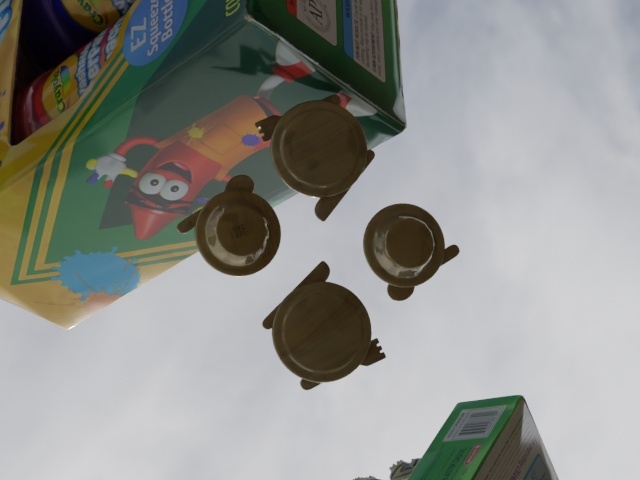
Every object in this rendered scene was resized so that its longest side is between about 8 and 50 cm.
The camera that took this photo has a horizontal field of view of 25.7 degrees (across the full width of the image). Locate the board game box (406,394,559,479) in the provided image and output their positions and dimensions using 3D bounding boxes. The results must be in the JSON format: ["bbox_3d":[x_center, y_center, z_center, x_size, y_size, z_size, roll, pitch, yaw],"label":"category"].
[{"bbox_3d":[0.147,0.319,1.090,0.242,0.064,0.316,-46,-63,-49],"label":"board game box"}]

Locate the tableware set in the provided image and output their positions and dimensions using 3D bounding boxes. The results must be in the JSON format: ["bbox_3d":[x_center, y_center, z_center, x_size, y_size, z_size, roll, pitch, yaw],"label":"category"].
[{"bbox_3d":[0.000,0.000,0.894,0.141,0.020,0.168,-40,-87,-13],"label":"tableware set"}]

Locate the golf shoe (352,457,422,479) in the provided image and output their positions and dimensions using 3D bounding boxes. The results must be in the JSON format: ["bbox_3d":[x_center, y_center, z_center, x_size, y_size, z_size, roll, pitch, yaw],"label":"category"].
[{"bbox_3d":[0.076,0.297,1.529,0.176,0.086,0.069,-21,-53,-34],"label":"golf shoe"}]

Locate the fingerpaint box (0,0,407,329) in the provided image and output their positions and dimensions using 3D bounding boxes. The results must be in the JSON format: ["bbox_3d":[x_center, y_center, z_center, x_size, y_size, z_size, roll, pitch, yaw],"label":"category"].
[{"bbox_3d":[-0.131,-0.209,1.121,0.163,0.371,0.444,32,-136,-36],"label":"fingerpaint box"}]
